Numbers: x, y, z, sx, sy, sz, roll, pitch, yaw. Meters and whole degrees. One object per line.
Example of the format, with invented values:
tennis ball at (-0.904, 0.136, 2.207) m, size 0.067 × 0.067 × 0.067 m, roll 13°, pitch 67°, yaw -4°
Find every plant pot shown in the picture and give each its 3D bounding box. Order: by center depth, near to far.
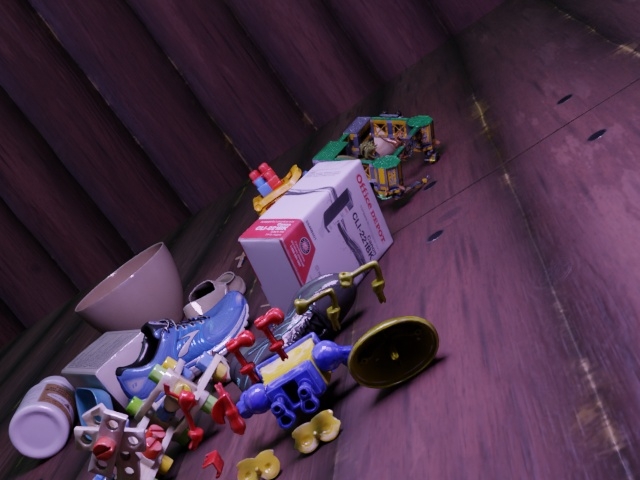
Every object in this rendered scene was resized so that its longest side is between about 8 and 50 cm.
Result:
plant pot at (-0.465, 0.165, 2.378) m, size 0.284 × 0.191 × 0.284 m, roll -35°, pitch 12°, yaw 9°

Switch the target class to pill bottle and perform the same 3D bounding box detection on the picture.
pill bottle at (-0.633, 0.401, 2.121) m, size 0.131 × 0.131 × 0.229 m, roll -36°, pitch 13°, yaw 2°

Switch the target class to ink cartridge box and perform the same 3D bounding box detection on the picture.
ink cartridge box at (0.000, 0.000, 1.708) m, size 0.114 × 0.197 × 0.273 m, roll -1°, pitch 34°, yaw 39°

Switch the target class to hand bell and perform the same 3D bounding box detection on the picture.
hand bell at (0.096, -0.182, 2.400) m, size 0.242 × 0.126 × 0.126 m, roll -47°, pitch 12°, yaw 8°

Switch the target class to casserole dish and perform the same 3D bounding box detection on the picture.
casserole dish at (-0.468, 0.361, 1.912) m, size 0.037 × 0.114 × 0.188 m, roll -12°, pitch -1°, yaw -31°

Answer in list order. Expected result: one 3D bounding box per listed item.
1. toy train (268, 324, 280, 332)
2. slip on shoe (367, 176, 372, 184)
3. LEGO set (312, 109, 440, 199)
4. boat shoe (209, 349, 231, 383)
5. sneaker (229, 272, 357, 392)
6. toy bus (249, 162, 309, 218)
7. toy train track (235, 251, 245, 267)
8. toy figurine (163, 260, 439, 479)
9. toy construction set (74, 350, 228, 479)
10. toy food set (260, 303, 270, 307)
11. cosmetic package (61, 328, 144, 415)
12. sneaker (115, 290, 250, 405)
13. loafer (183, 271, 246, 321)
toy train at (-0.078, 0.169, 1.742) m, size 0.036 × 0.027 × 0.158 m, roll -47°, pitch 14°, yaw 1°
slip on shoe at (0.122, -0.161, 2.328) m, size 0.135 × 0.051 × 0.041 m, roll -29°, pitch 10°, yaw -1°
LEGO set at (0.133, -0.146, 2.090) m, size 0.255 × 0.192 × 0.331 m, roll 1°, pitch 31°, yaw 19°
boat shoe at (-0.194, 0.242, 1.748) m, size 0.043 × 0.049 × 0.137 m, roll 5°, pitch 6°, yaw -10°
sneaker at (-0.033, 0.167, 1.523) m, size 0.267 × 0.101 × 0.106 m, roll -45°, pitch 23°, yaw 1°
toy bus at (-0.071, -0.116, 2.310) m, size 0.220 × 0.211 × 0.149 m, roll -35°, pitch 12°, yaw 1°
toy train track at (-0.214, 0.055, 2.515) m, size 0.048 × 0.014 × 0.083 m, roll -24°, pitch 22°, yaw 18°
toy figurine at (-0.027, 0.162, 1.305) m, size 0.362 × 0.191 × 0.217 m, roll -34°, pitch 8°, yaw 5°
toy construction set at (-0.268, 0.303, 1.430) m, size 0.215 × 0.151 × 0.327 m, roll -53°, pitch -7°, yaw 17°
toy food set at (-0.066, 0.113, 1.925) m, size 0.122 × 0.019 × 0.078 m, roll -36°, pitch 11°, yaw -34°
cosmetic package at (-0.448, 0.292, 2.035) m, size 0.153 × 0.129 × 0.296 m, roll -43°, pitch 15°, yaw -25°
sneaker at (-0.280, 0.203, 1.869) m, size 0.330 × 0.147 × 0.130 m, roll -43°, pitch 15°, yaw -30°
loafer at (-0.252, 0.131, 2.164) m, size 0.102 × 0.092 × 0.268 m, roll -32°, pitch 14°, yaw 18°
